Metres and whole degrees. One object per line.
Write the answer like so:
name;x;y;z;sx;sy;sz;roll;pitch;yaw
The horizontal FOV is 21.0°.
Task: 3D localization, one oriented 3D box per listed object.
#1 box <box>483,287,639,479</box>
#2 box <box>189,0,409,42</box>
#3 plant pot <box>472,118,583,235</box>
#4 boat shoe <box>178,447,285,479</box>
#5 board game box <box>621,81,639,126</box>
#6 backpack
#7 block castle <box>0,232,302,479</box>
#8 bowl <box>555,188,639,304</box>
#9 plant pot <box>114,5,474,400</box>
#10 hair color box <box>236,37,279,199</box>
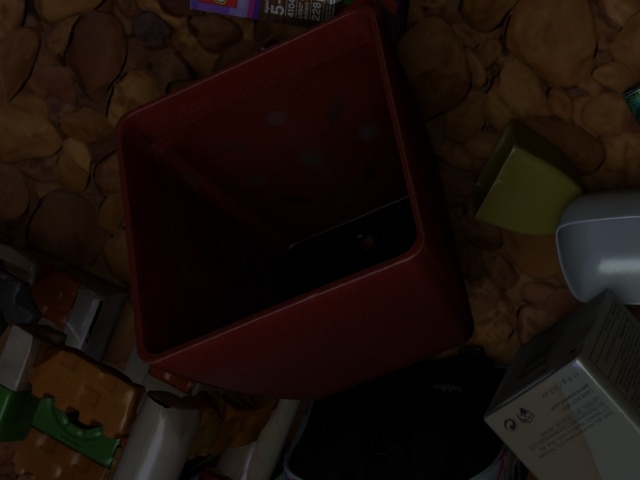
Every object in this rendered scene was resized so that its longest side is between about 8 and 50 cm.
box;0.309;0.214;1.586;0.121;0.148;0.311;-38;96;32
box;-0.006;-0.341;1.573;0.201;0.057;0.293;11;109;13
plant pot;0.196;-0.051;1.600;0.083;0.081;0.081;24;112;-6
boat shoe;-0.152;0.263;1.784;0.255;0.095;0.079;-25;101;20
board game box;0.416;-0.136;1.537;0.260;0.030;0.136;-28;100;21
backpack;0.081;0.228;1.622;0.225;0.253;0.191;0;107;15
block castle;-0.273;0.157;1.631;0.453;0.303;0.212;25;99;21
bowl;0.292;0.001;1.578;0.142;0.053;0.142;-3;143;18
plant pot;0.000;0.000;1.550;0.267;0.267;0.236;-23;144;18
hair color box;-0.059;-0.117;1.666;0.072;0.043;0.141;34;114;2
